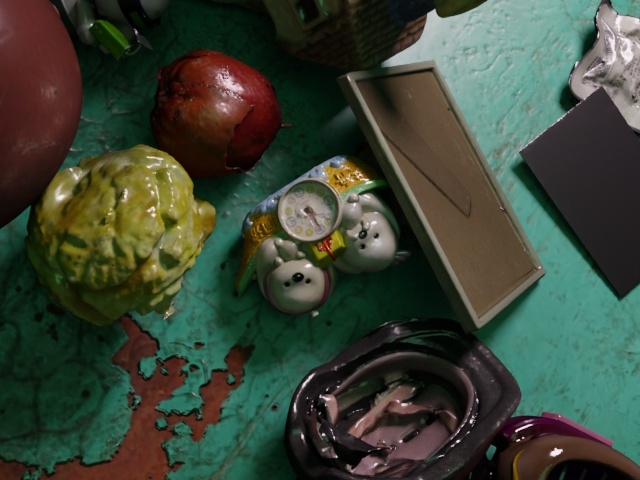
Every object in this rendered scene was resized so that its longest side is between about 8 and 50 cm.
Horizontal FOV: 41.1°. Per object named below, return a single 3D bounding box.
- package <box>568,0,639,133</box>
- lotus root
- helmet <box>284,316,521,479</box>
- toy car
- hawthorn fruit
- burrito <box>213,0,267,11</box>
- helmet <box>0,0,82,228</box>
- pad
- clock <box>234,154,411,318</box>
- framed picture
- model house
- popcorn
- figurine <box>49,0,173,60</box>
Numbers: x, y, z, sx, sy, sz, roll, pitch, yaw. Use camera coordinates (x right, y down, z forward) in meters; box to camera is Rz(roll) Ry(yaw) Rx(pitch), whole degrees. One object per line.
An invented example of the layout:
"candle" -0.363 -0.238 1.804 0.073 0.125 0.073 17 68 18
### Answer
"package" 0.459 -0.233 1.218 0.232 0.040 0.166 21 80 -18
"lotus root" 0.096 -0.055 1.046 0.088 0.088 0.165 -37 97 -20
"helmet" 0.082 0.212 0.951 0.253 0.154 0.198 -16 45 -28
"toy car" 0.260 0.363 0.924 0.271 0.240 0.341 26 75 -12
"hawthorn fruit" -0.110 -0.139 0.976 0.172 0.148 0.148 9 76 -31
"burrito" -0.125 -0.322 1.054 0.188 0.045 0.058 9 89 -18
"helmet" -0.359 -0.107 0.791 0.230 0.337 0.385 36 90 -14
"pad" 0.395 -0.067 1.163 0.170 0.006 0.245 -38 96 -16
"clock" 0.000 0.000 0.982 0.231 0.103 0.144 -32 81 4
"framed picture" 0.156 -0.068 1.032 0.240 0.020 0.324 -25 87 -54
"model house" 0.045 -0.341 0.951 0.261 0.321 0.266 -35 99 -41
"popcorn" -0.198 -0.006 0.905 0.197 0.212 0.198 2 94 25
"figurine" -0.232 -0.278 0.962 0.192 0.147 0.126 -19 116 12
